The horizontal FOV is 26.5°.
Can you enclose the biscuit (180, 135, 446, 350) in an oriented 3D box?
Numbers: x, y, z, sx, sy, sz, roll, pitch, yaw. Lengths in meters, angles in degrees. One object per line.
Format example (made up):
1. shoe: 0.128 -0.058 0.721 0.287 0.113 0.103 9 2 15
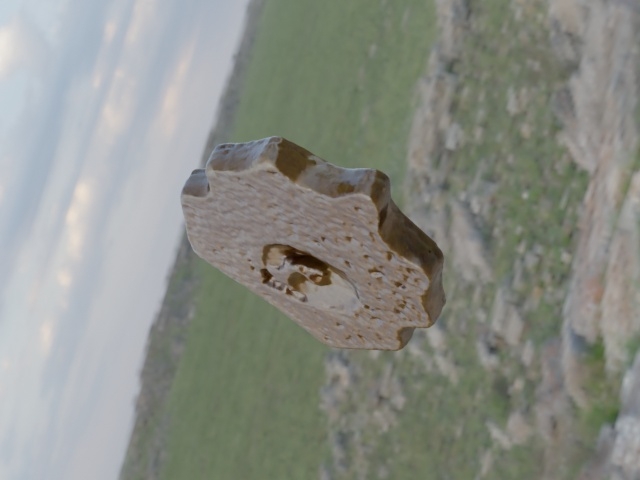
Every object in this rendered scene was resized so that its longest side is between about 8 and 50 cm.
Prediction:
1. biscuit: 0.001 -0.002 0.861 0.034 0.182 0.215 -58 7 -26
